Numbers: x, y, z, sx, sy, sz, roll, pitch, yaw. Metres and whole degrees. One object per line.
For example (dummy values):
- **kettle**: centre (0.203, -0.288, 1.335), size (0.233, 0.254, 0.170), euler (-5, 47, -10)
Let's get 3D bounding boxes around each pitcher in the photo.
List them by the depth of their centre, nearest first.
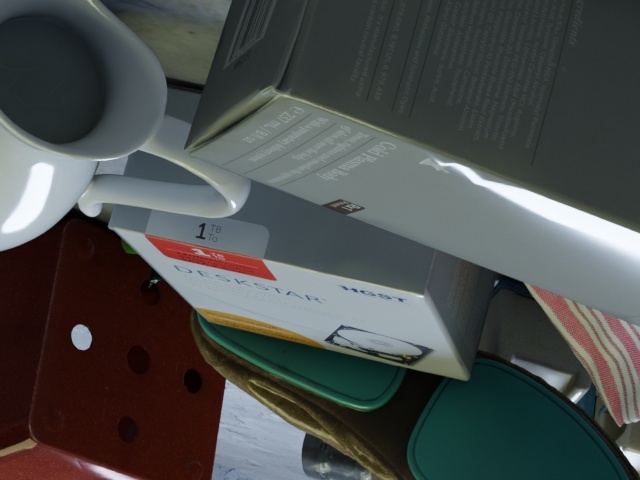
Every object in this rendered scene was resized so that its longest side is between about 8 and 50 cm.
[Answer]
- **pitcher**: centre (-0.142, -0.050, 0.993), size (0.178, 0.125, 0.207), euler (36, 153, -17)

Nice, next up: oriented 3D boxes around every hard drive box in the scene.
- **hard drive box**: centre (0.000, 0.000, 1.134), size (0.181, 0.089, 0.232), euler (12, 167, 14)

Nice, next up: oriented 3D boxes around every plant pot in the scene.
- **plant pot**: centre (-0.219, 0.111, 1.559), size (0.267, 0.267, 0.236), euler (25, 152, -38)

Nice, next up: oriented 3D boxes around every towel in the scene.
- **towel**: centre (0.153, 0.033, 1.036), size (0.144, 0.029, 0.197), euler (57, 165, 2)

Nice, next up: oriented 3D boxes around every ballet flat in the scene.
- **ballet flat**: centre (0.065, 0.122, 1.271), size (0.342, 0.116, 0.124), euler (26, 163, 20)

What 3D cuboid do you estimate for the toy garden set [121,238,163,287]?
- **toy garden set**: centre (-0.002, 0.053, 1.459), size (0.204, 0.049, 0.244), euler (3, 162, 46)

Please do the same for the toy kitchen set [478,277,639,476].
- **toy kitchen set**: centre (0.170, 0.100, 1.381), size (0.166, 0.122, 0.207), euler (18, 147, -7)

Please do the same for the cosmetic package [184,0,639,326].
- **cosmetic package**: centre (0.081, -0.048, 0.792), size (0.238, 0.107, 0.127), euler (22, 163, -15)

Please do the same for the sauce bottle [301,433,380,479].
- **sauce bottle**: centre (0.147, 0.244, 1.963), size (0.344, 0.111, 0.111), euler (8, 166, 24)
